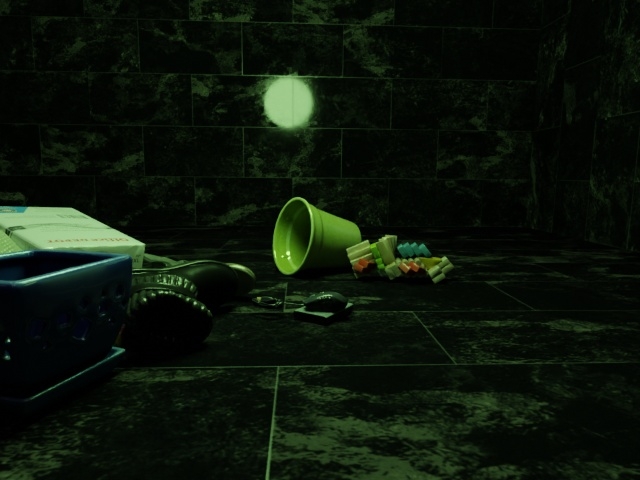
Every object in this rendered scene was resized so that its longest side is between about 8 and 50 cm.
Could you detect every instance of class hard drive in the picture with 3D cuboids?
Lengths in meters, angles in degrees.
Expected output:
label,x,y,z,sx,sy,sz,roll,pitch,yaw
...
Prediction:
label,x,y,z,sx,sy,sz,roll,pitch,yaw
hard drive,0.009,0.177,1.131,0.094,0.022,0.135,6,10,32

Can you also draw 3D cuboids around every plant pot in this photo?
label,x,y,z,sx,sy,sz,roll,pitch,yaw
plant pot,0.000,0.000,1.656,0.253,0.276,0.276,9,3,-33
plant pot,-0.465,0.136,0.722,0.235,0.212,0.236,4,9,17

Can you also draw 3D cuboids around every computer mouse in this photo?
label,x,y,z,sx,sy,sz,roll,pitch,yaw
computer mouse,-0.052,0.145,1.119,0.241,0.041,0.071,0,9,4

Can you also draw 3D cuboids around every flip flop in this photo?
label,x,y,z,sx,sy,sz,roll,pitch,yaw
flip flop,-0.318,0.125,1.246,0.276,0.112,0.080,2,34,-8

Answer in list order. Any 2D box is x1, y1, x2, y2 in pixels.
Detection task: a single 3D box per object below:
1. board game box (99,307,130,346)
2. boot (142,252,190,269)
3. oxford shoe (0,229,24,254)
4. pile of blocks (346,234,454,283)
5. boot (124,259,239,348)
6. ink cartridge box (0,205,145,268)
label,x,y,z,sx,sy,sz,roll,pitch,yaw
board game box,-0.489,0.184,1.022,0.124,0.039,0.259,0,5,-12
boot,-0.546,0.091,1.569,0.246,0.084,0.161,12,6,30
oxford shoe,-0.719,0.097,0.995,0.449,0.130,0.169,28,13,35
pile of blocks,0.265,0.064,1.499,0.361,0.149,0.112,2,8,5
boot,-0.291,0.136,1.020,0.347,0.131,0.260,-5,11,-41
ink cartridge box,-0.741,0.031,1.270,0.394,0.166,0.285,20,12,30
